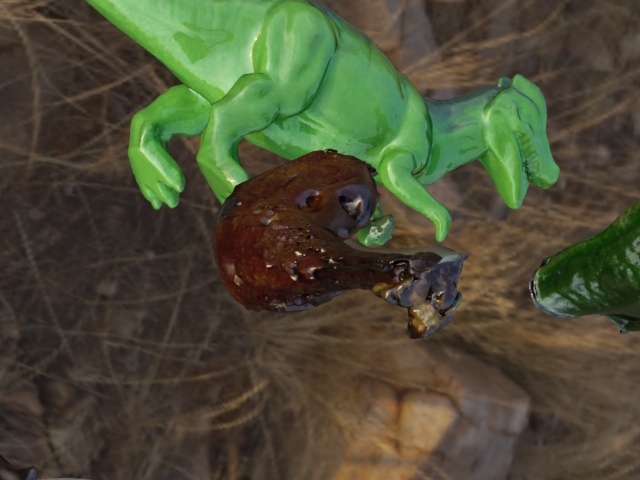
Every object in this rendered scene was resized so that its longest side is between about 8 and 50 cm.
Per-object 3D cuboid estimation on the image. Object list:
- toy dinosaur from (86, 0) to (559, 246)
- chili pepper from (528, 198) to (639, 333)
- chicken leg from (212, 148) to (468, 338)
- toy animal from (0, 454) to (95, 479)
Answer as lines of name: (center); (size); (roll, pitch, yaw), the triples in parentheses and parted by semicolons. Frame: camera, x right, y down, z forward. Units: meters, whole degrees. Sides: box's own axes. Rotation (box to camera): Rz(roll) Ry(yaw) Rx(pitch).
toy dinosaur: (-0.018, -0.204, 1.052); (0.374, 0.144, 0.500); (-28, 95, -27)
chili pepper: (0.300, -0.008, 0.968); (0.136, 0.270, 0.099); (23, 56, -27)
chicken leg: (0.000, 0.000, 0.624); (0.106, 0.253, 0.051); (-19, 109, -6)
toy animal: (-0.142, 0.211, 0.451); (0.251, 0.310, 0.251); (0, 85, -3)
